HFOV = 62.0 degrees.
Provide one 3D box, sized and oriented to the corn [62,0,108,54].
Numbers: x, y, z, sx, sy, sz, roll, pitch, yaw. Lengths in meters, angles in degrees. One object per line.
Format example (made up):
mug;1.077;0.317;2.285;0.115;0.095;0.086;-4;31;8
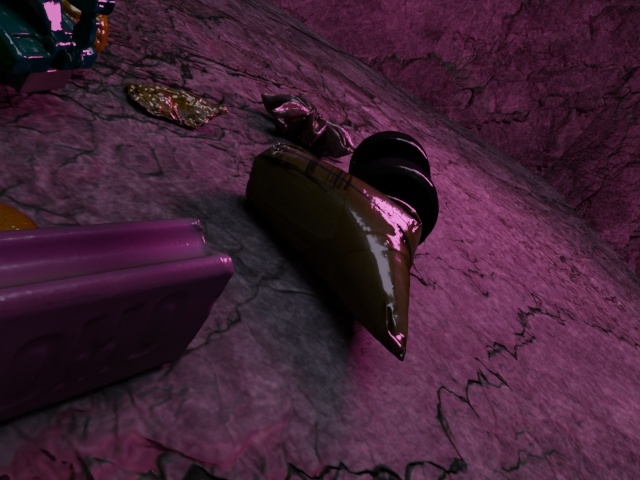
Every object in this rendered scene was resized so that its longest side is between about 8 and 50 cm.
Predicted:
corn;-0.404;-0.378;0.810;0.120;0.120;0.363;9;35;-44

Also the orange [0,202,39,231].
orange;-0.240;0.011;0.372;0.095;0.085;0.085;15;23;10

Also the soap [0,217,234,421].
soap;-0.165;0.050;0.355;0.065;0.122;0.203;46;28;22

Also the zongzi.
zongzi;0.000;0.000;0.660;0.260;0.123;0.289;30;29;-2

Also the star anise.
star anise;-0.030;-0.236;1.081;0.212;0.073;0.197;46;23;28

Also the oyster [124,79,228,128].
oyster;-0.236;-0.214;0.837;0.146;0.045;0.121;35;39;0

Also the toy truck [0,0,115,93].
toy truck;-0.404;-0.312;0.595;0.363;0.178;0.176;43;26;-1

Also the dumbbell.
dumbbell;0.119;-0.088;0.917;0.153;0.152;0.218;31;25;-9
